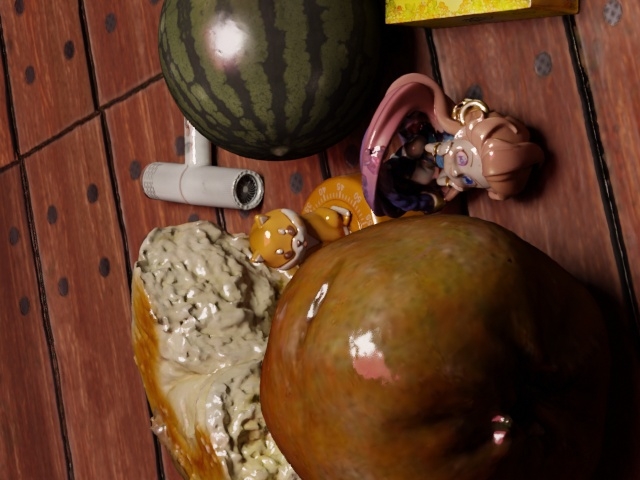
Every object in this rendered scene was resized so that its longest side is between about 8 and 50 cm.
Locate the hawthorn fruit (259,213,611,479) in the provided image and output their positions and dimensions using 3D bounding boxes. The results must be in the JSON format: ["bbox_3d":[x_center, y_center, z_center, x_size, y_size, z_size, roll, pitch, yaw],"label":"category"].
[{"bbox_3d":[0.076,0.111,1.591,0.301,0.268,0.267,9,97,58],"label":"hawthorn fruit"}]

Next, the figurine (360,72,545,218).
[{"bbox_3d":[0.112,-0.081,1.677,0.157,0.114,0.126,-9,116,21],"label":"figurine"}]

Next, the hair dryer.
[{"bbox_3d":[-0.113,-0.125,1.975,0.155,0.044,0.183,8,93,47],"label":"hair dryer"}]

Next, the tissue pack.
[{"bbox_3d":[0.134,-0.234,1.671,0.176,0.062,0.095,1,91,48],"label":"tissue pack"}]

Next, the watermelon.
[{"bbox_3d":[-0.042,-0.173,1.768,0.212,0.212,0.212,0,90,49],"label":"watermelon"}]

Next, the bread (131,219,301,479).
[{"bbox_3d":[-0.066,0.148,1.821,0.314,0.171,0.192,59,152,34],"label":"bread"}]

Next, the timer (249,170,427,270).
[{"bbox_3d":[0.000,0.000,1.755,0.132,0.152,0.132,0,90,49],"label":"timer"}]
